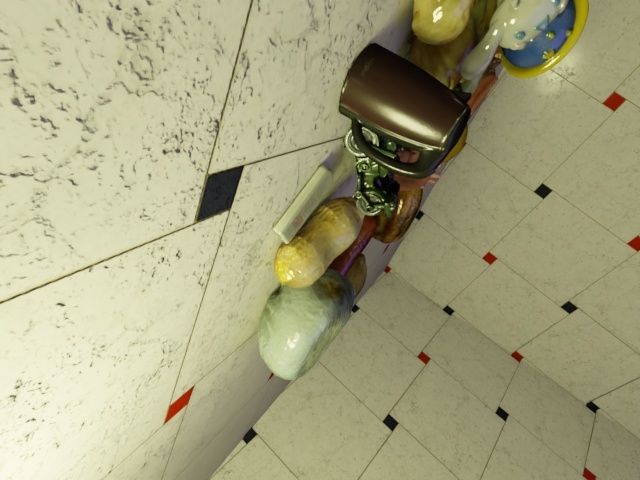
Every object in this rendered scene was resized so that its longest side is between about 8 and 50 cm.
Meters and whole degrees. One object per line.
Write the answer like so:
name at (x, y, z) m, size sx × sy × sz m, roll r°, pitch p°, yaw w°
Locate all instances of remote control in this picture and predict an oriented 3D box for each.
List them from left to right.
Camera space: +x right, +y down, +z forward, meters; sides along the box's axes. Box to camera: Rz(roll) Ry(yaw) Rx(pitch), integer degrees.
remote control at (-0.035, -0.082, 0.928) m, size 0.190 × 0.029 × 0.087 m, roll -54°, pitch 166°, yaw -8°

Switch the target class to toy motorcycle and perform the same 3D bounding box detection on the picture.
toy motorcycle at (0.145, -0.182, 1.029) m, size 0.205 × 0.127 × 0.275 m, roll -70°, pitch 154°, yaw -48°

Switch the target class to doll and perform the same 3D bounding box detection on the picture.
doll at (0.256, -0.215, 1.240) m, size 0.262 × 0.211 × 0.093 m, roll 107°, pitch -2°, yaw -68°
doll at (0.438, -0.472, 0.823) m, size 0.242 × 0.160 × 0.311 m, roll 2°, pitch 146°, yaw -25°

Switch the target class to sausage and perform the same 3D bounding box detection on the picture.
sausage at (0.088, 0.043, 1.465) m, size 0.330 × 0.102 × 0.102 m, roll -54°, pitch 166°, yaw -12°
sausage at (0.396, -0.359, 1.049) m, size 0.147 × 0.030 × 0.035 m, roll -55°, pitch 159°, yaw 5°

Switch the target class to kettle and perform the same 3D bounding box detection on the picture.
kettle at (0.155, -0.240, 0.791) m, size 0.202 × 0.232 × 0.144 m, roll -54°, pitch 165°, yaw -4°

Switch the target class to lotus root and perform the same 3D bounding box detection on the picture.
lotus root at (0.281, -0.136, 1.554) m, size 0.193 × 0.193 × 0.291 m, roll -32°, pitch 149°, yaw -58°

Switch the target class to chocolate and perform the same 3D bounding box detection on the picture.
chocolate at (0.000, 0.000, 1.038) m, size 0.309 × 0.134 × 0.134 m, roll -46°, pitch 163°, yaw -28°

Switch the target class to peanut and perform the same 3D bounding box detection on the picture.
peanut at (0.050, 0.203, 1.560) m, size 0.387 × 0.169 × 0.192 m, roll -52°, pitch 171°, yaw -16°
peanut at (0.273, -0.517, 0.745) m, size 0.147 × 0.147 × 0.319 m, roll -35°, pitch 152°, yaw -54°

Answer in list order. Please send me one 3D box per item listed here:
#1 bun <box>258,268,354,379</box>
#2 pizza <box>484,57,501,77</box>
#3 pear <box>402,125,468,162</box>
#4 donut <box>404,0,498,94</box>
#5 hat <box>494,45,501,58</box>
bun at (-0.051, 0.229, 1.199) m, size 0.362 × 0.211 × 0.362 m, roll -51°, pitch 168°, yaw -15°
pizza at (0.516, -0.565, 1.383) m, size 0.071 × 0.189 × 0.297 m, roll 36°, pitch 91°, yaw -31°
pear at (0.346, -0.333, 1.287) m, size 0.209 × 0.208 × 0.209 m, roll -51°, pitch 165°, yaw -19°
donut at (0.323, -0.440, 1.035) m, size 0.360 × 0.170 × 0.360 m, roll -49°, pitch 163°, yaw -20°
hat at (0.600, -0.729, 1.273) m, size 0.233 × 0.244 × 0.233 m, roll -63°, pitch 179°, yaw -32°
